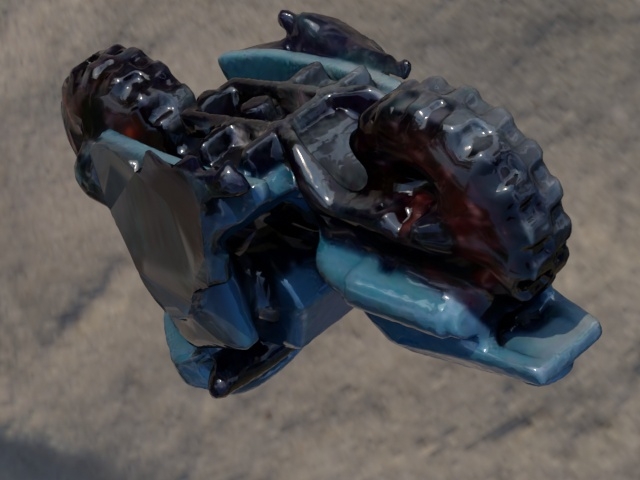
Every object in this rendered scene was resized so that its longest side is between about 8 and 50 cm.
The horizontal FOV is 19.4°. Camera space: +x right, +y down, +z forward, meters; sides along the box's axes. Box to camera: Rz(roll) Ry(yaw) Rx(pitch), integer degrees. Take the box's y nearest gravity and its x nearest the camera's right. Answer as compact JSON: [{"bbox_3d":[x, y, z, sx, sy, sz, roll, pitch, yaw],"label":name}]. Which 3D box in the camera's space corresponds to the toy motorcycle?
[{"bbox_3d":[0.000,0.000,1.073,0.172,0.416,0.232,-38,119,-30],"label":"toy motorcycle"}]
